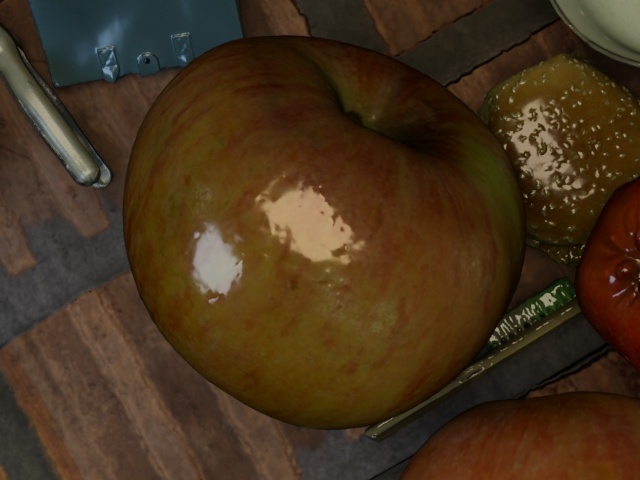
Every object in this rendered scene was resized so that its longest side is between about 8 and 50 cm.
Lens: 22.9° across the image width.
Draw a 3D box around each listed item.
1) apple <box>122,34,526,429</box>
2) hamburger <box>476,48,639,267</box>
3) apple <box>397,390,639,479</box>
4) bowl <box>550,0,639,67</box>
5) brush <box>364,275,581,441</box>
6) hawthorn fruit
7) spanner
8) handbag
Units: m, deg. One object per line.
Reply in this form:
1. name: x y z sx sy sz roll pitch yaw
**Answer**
1. apple: 0.000 0.000 1.530 0.400 0.400 0.333 29 121 5
2. hamburger: 0.258 -0.080 1.639 0.189 0.122 0.215 -30 90 -1
3. apple: 0.239 0.318 1.506 0.391 0.391 0.346 1 68 5
4. bowl: 0.388 -0.282 1.607 0.313 0.146 0.313 -8 67 18
5. brush: 0.164 0.125 1.674 0.282 0.054 0.048 -34 77 3
6. hawthorn fruit: 0.374 0.053 1.563 0.211 0.299 0.211 -14 60 25
7. spanner: -0.334 -0.189 1.706 0.040 0.095 0.325 -37 86 2
8. handbag: -0.197 -0.247 1.701 0.221 0.057 0.144 -10 113 4
